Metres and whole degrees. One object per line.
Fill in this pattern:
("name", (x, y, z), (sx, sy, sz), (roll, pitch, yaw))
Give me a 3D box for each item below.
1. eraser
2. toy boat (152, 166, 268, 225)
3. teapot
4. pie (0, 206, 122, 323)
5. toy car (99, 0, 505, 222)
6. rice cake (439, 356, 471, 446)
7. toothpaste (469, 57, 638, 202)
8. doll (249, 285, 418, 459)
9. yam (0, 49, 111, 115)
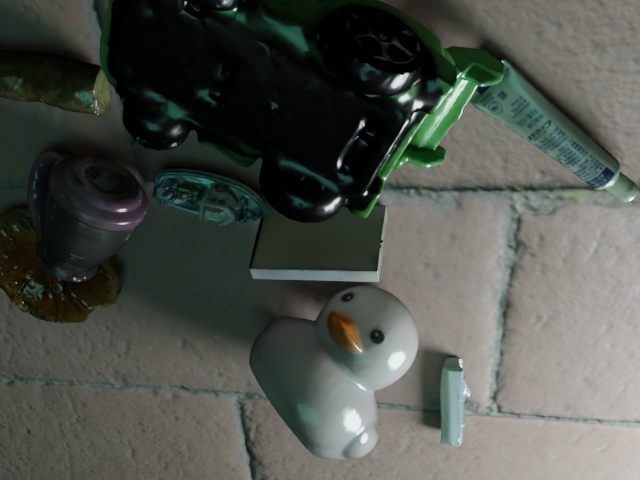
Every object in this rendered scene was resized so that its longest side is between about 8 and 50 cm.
("eraser", (0.000, 0.000, 1.012), (0.150, 0.104, 0.023), (1, 140, 11))
("toy boat", (-0.129, -0.047, 1.022), (0.140, 0.066, 0.059), (12, 130, -1))
("teapot", (-0.294, -0.027, 1.030), (0.148, 0.116, 0.146), (30, 121, -8))
("pie", (-0.354, 0.035, 1.159), (0.195, 0.046, 0.195), (4, 132, 4))
("toy car", (-0.021, -0.158, 0.830), (0.358, 0.176, 0.213), (26, 135, -4))
("rice cake", (0.191, 0.233, 1.234), (0.042, 0.030, 0.180), (6, 133, 14))
("toothpaste", (0.248, -0.108, 0.905), (0.216, 0.037, 0.062), (34, 129, -13))
("doll", (0.031, 0.156, 1.118), (0.221, 0.221, 0.251), (-1, 154, 13))
("yam", (-0.364, -0.183, 0.951), (0.274, 0.061, 0.061), (9, 133, 5))
